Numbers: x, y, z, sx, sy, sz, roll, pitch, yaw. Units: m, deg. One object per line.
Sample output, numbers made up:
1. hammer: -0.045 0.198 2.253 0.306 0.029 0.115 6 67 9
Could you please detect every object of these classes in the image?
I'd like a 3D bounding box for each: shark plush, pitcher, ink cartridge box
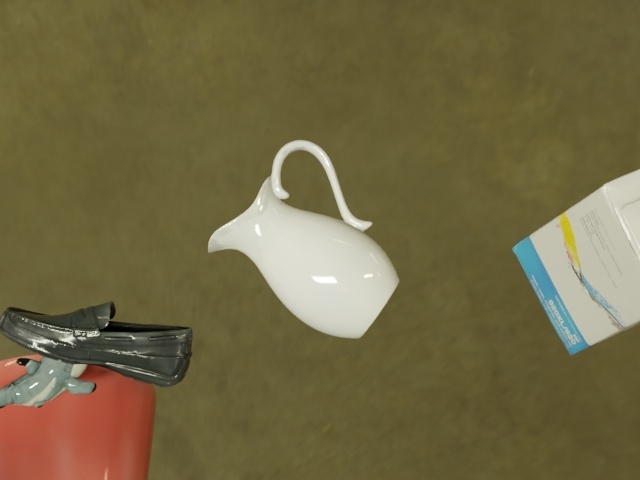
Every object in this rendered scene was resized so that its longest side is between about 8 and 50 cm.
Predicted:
1. shark plush: -0.347 0.159 1.713 0.161 0.067 0.073 -19 38 -10
2. pitcher: 0.000 0.000 1.658 0.207 0.125 0.178 36 89 1
3. ink cartridge box: 0.397 0.015 1.807 0.171 0.232 0.168 -22 80 -26

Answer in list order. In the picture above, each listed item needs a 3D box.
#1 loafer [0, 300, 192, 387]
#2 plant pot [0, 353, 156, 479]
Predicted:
1. loafer: -0.256 0.105 1.635 0.223 0.076 0.078 14 99 -4
2. plant pot: -0.342 0.310 1.848 0.275 0.275 0.243 -3 60 -8
